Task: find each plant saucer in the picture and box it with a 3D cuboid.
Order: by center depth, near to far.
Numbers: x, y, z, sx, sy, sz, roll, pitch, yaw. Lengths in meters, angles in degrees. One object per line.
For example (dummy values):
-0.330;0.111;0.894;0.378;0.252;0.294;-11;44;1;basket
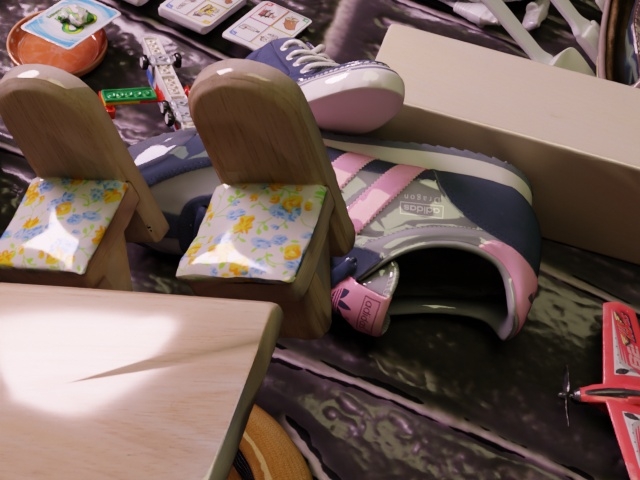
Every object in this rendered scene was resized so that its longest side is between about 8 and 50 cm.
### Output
-0.223;-0.165;0.920;0.083;0.013;0.084;3;53;-3;plant saucer

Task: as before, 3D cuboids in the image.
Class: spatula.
0.194;-0.211;0.914;0.242;0.019;0.168;47;62;-15;spatula

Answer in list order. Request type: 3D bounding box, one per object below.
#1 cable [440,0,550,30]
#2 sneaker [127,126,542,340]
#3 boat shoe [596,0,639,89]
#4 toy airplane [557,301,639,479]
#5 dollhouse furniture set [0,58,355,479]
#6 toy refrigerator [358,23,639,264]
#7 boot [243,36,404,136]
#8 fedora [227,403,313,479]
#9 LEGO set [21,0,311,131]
0.145;-0.333;1.040;0.257;0.089;0.257;27;55;15;cable
0.000;0.000;0.753;0.318;0.112;0.131;2;49;-3;sneaker
0.294;-0.234;0.910;0.096;0.116;0.325;24;68;-33;boat shoe
0.236;0.110;0.743;0.151;0.028;0.151;3;53;-4;toy airplane
-0.226;0.047;0.525;0.394;0.256;0.362;3;51;22;dollhouse furniture set
0.167;-0.073;0.833;0.269;0.102;0.094;16;52;7;toy refrigerator
-0.010;-0.116;0.789;0.069;0.190;0.086;15;70;-36;boot
-0.093;0.175;0.627;0.194;0.079;0.194;3;56;-4;fedora
-0.141;-0.153;0.909;0.182;0.060;0.244;25;42;12;LEGO set
